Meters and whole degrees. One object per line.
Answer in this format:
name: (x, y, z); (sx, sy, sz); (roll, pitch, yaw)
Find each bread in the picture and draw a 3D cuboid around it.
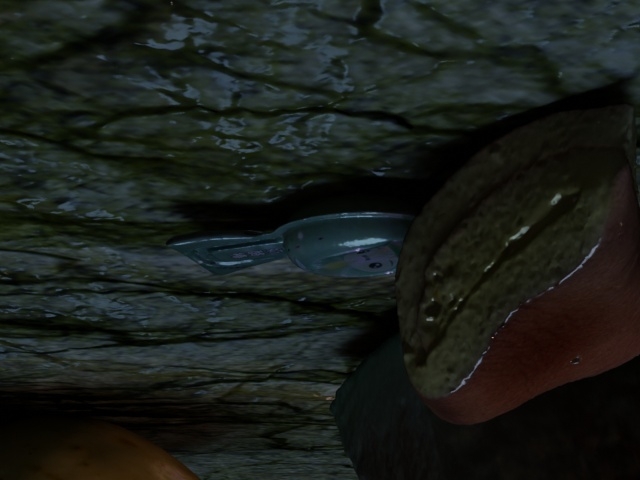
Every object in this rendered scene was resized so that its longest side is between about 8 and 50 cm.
bread: (0.080, 0.016, 0.557); (0.119, 0.067, 0.192); (-32, 157, 0)

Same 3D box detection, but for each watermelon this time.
watermelon: (0.161, 0.129, 0.756); (0.264, 0.302, 0.151); (5, 124, -13)

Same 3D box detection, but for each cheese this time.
cheese: (0.000, 0.000, 0.598); (0.120, 0.026, 0.067); (-6, 162, 18)

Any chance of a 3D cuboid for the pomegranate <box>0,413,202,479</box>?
pomegranate: (-0.227, 0.289, 1.029); (0.410, 0.410, 0.410); (0, 162, 0)
